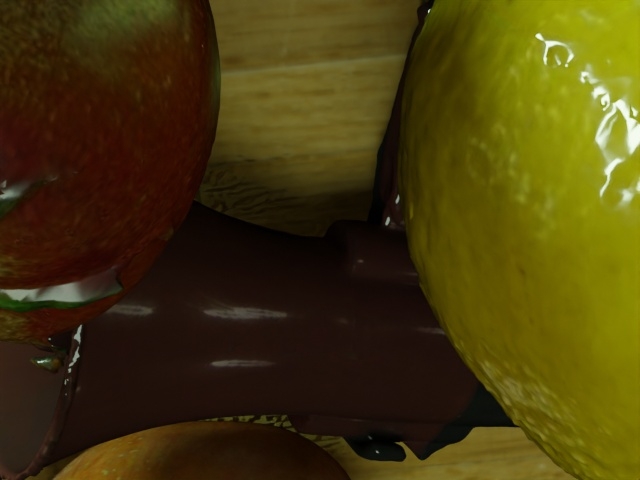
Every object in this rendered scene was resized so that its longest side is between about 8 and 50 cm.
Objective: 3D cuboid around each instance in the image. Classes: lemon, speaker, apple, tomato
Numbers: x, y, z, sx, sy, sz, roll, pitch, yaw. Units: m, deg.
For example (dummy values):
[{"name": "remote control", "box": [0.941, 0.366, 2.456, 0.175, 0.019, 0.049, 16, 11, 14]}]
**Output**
[{"name": "lemon", "box": [0.221, -0.012, 0.952, 0.364, 0.364, 0.364, 0, 126, 0]}, {"name": "speaker", "box": [-0.018, 0.001, 1.126, 0.329, 0.198, 0.259, -1, 86, -23]}, {"name": "apple", "box": [-0.077, 0.205, 1.240, 0.234, 0.173, 0.210, 11, 130, 2]}, {"name": "tomato", "box": [-0.190, -0.089, 0.887, 0.303, 0.239, 0.303, 10, 153, 5]}]

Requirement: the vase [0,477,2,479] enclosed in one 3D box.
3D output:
[{"name": "vase", "box": [-0.273, 0.110, 1.233, 0.167, 0.059, 0.059, 18, 124, -14]}]
